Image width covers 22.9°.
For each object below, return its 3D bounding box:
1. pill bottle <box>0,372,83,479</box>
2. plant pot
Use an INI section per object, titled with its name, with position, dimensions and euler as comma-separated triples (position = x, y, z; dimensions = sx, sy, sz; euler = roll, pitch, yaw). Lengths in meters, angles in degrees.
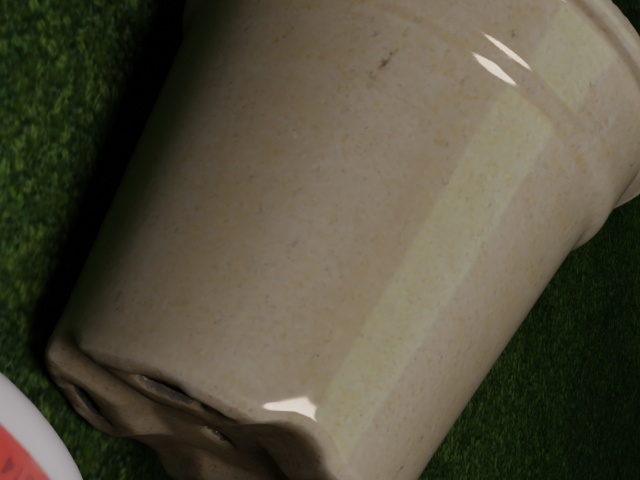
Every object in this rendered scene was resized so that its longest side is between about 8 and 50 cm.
[pill bottle]
position = -0.237, 0.197, 0.509
dimensions = 0.210, 0.210, 0.363
euler = 73, 30, -41
[plant pot]
position = 0.000, 0.000, 0.960
dimensions = 0.305, 0.334, 0.334
euler = -61, 149, -23
